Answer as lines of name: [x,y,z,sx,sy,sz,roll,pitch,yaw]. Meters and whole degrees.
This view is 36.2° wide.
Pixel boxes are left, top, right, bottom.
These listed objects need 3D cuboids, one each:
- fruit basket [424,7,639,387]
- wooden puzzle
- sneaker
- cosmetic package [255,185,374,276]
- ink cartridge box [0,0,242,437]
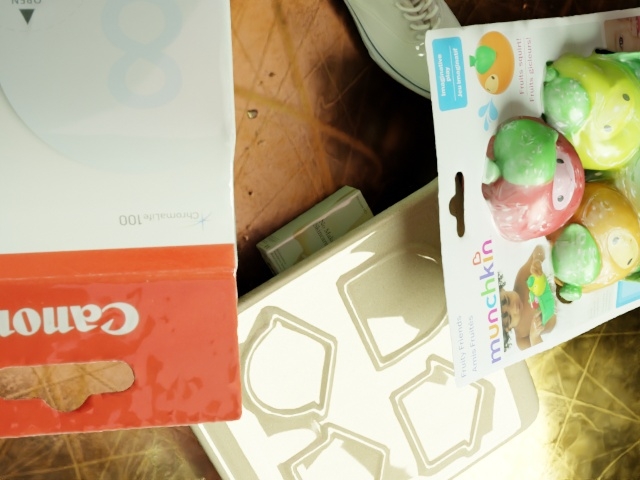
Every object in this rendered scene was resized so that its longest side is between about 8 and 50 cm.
fruit basket: [0.246,-0.056,0.957,0.353,0.166,0.326,-16,105,-44]
wooden puzzle: [0.041,0.138,0.989,0.348,0.080,0.322,-33,119,-16]
sneaker: [0.073,-0.236,0.949,0.094,0.091,0.258,-46,109,-7]
cosmetic package: [0.000,0.000,0.989,0.115,0.041,0.060,-35,109,-10]
ink cartridge box: [-0.221,-0.027,0.790,0.308,0.091,0.384,-3,91,-6]
